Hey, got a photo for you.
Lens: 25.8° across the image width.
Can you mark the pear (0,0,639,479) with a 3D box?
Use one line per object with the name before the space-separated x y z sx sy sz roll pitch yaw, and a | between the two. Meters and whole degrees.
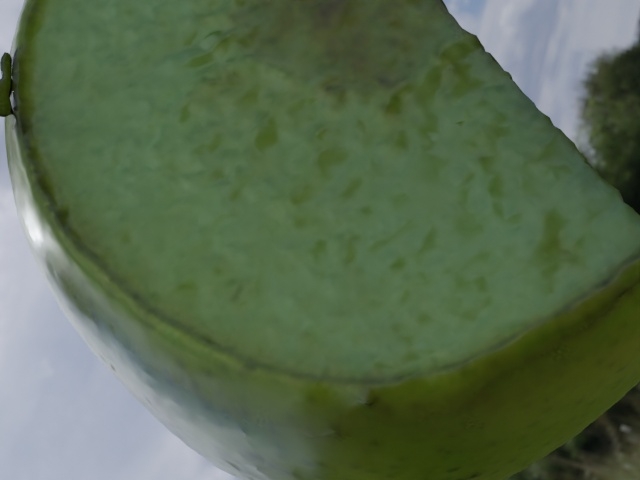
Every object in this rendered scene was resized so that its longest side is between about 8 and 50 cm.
pear | 0.000 0.000 0.709 0.238 0.342 0.318 -33 -27 -5
